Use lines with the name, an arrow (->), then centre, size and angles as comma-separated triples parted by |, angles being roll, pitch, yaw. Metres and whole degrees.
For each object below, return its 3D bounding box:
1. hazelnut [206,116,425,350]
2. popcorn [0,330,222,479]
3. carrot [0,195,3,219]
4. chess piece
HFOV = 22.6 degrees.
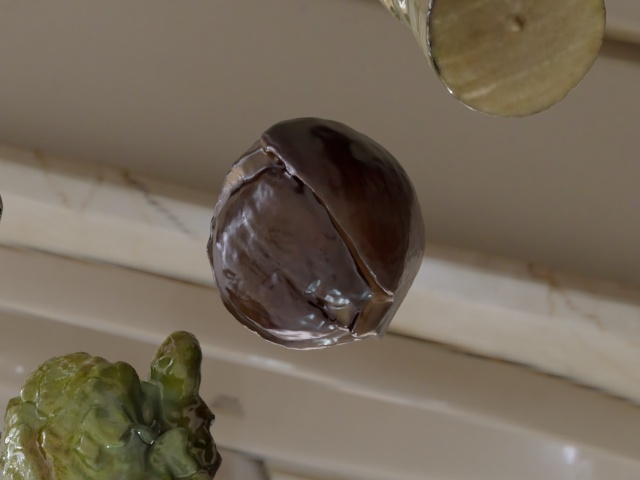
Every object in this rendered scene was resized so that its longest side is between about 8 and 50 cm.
hazelnut -> -0.006, -0.005, 1.225 | 0.170, 0.160, 0.201 | 25, 160, 10
popcorn -> -0.166, 0.166, 1.318 | 0.198, 0.212, 0.198 | 44, 155, 27
carrot -> -0.451, -0.071, 1.556 | 0.298, 0.078, 0.078 | 22, 166, 3
chess piece -> 0.084, -0.204, 1.147 | 0.137, 0.137, 0.301 | 21, -161, -29
